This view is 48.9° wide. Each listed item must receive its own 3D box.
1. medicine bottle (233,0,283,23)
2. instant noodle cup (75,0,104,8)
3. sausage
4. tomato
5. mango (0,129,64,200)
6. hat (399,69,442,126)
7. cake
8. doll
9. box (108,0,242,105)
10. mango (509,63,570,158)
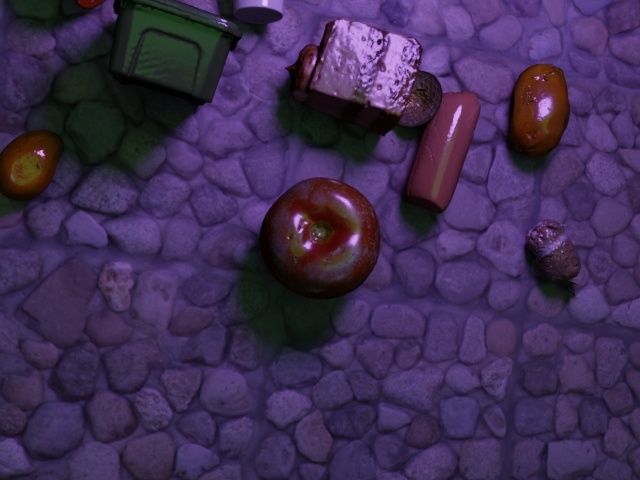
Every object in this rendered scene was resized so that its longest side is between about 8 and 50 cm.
[{"bbox_3d":[-0.138,-0.625,1.596,0.139,0.139,0.237,0,89,-16],"label":"medicine bottle"},{"bbox_3d":[-0.499,-0.640,1.447,0.192,0.250,0.250,37,80,-5],"label":"instant noodle cup"},{"bbox_3d":[0.300,-0.223,1.723,0.121,0.121,0.304,21,83,-15],"label":"sausage"},{"bbox_3d":[0.000,0.000,1.584,0.270,0.222,0.270,0,79,2],"label":"tomato"},{"bbox_3d":[-0.615,-0.162,1.477,0.115,0.089,0.165,20,81,-16],"label":"mango"},{"bbox_3d":[0.240,-0.342,1.744,0.146,0.067,0.146,-4,79,24],"label":"hat"},{"bbox_3d":[0.068,-0.386,1.625,0.293,0.196,0.199,17,87,-5],"label":"cake"},{"bbox_3d":[0.610,0.050,1.821,0.105,0.115,0.221,-29,104,-25],"label":"doll"},{"bbox_3d":[-0.315,-0.385,1.453,0.252,0.328,0.178,17,93,-15],"label":"box"},{"bbox_3d":[0.564,-0.334,1.801,0.156,0.151,0.249,21,75,-46],"label":"mango"}]
